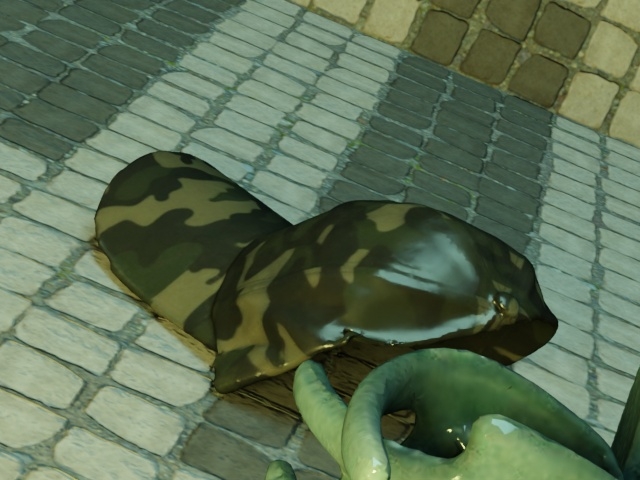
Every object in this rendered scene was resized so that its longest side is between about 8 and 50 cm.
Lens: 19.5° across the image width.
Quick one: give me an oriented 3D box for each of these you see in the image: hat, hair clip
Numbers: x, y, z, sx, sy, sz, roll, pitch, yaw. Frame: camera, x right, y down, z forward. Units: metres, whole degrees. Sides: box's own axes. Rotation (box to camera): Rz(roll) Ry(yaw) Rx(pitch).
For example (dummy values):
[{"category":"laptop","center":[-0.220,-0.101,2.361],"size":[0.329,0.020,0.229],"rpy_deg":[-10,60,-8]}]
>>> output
[{"category":"hat","center":[0.000,0.000,1.686],"size":[0.366,0.257,0.381],"rpy_deg":[-1,49,-53]},{"category":"hair clip","center":[0.081,0.216,0.945],"size":[0.238,0.318,0.392],"rpy_deg":[11,20,-12]}]
